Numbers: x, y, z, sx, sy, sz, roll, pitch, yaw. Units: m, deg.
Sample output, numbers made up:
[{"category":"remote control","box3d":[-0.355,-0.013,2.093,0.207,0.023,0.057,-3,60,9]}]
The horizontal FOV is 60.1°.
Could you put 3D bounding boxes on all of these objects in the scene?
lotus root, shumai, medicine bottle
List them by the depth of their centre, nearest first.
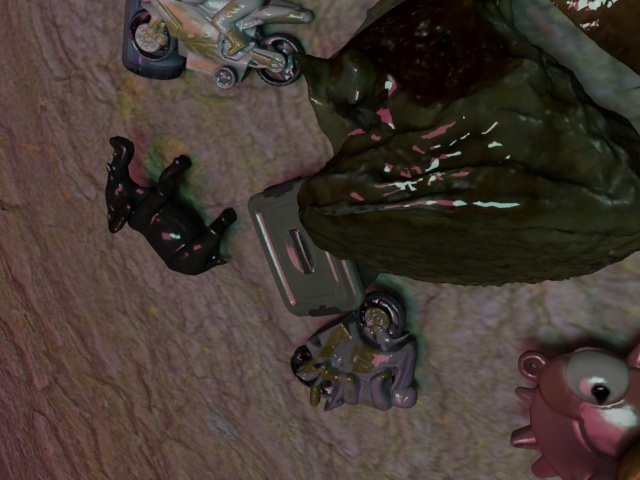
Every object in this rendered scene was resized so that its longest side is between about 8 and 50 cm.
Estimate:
[{"category":"lotus root","box3d":[0.206,-0.216,0.423,0.260,0.170,0.074,45,131,6]},{"category":"shumai","box3d":[0.135,-0.120,0.507,0.330,0.292,0.289,0,73,27]},{"category":"medicine bottle","box3d":[-0.209,-0.317,0.715,0.083,0.083,0.203,31,125,21]}]

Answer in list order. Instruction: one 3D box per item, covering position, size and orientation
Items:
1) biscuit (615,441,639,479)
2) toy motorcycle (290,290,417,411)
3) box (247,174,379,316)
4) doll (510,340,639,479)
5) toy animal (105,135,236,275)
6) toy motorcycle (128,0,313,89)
[{"category":"biscuit","box3d":[0.435,0.275,0.467,0.312,0.057,0.351,-11,110,21]},{"category":"toy motorcycle","box3d":[0.058,0.168,0.736,0.152,0.073,0.225,50,128,5]},{"category":"box","box3d":[0.000,0.000,0.694,0.124,0.093,0.172,-12,102,37]},{"category":"doll","box3d":[0.312,0.204,0.557,0.262,0.093,0.211,48,120,11]},{"category":"toy animal","box3d":[-0.240,-0.044,0.830,0.146,0.114,0.245,-40,83,38]},{"category":"toy motorcycle","box3d":[-0.122,-0.267,0.658,0.228,0.074,0.151,13,120,6]}]
